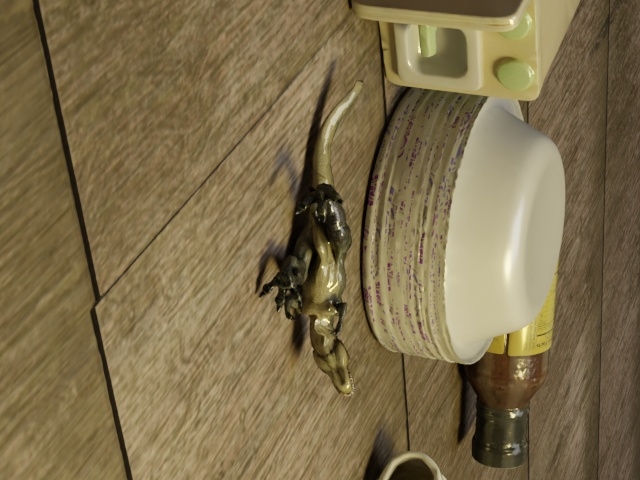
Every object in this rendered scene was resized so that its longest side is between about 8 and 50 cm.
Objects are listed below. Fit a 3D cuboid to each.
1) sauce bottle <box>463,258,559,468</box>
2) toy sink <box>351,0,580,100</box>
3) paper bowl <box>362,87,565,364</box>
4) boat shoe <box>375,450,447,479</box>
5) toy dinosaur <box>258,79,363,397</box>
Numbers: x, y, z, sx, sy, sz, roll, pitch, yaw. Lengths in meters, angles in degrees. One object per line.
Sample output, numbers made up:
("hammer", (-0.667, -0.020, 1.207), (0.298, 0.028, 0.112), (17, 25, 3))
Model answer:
("sauce bottle", (0.225, 0.107, 1.707), (0.111, 0.111, 0.344), (-33, 130, -62))
("toy sink", (0.141, -0.218, 1.305), (0.234, 0.152, 0.131), (-61, 152, -43))
("paper bowl", (0.156, -0.016, 1.430), (0.284, 0.148, 0.284), (9, 90, -67))
("boat shoe", (0.062, 0.359, 1.347), (0.156, 0.135, 0.367), (75, 28, -46))
("toy dinosaur", (0.000, 0.000, 1.162), (0.118, 0.064, 0.268), (-16, 111, -74))
